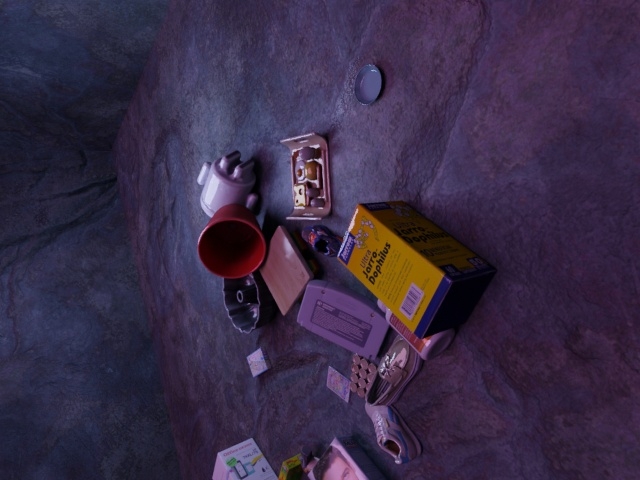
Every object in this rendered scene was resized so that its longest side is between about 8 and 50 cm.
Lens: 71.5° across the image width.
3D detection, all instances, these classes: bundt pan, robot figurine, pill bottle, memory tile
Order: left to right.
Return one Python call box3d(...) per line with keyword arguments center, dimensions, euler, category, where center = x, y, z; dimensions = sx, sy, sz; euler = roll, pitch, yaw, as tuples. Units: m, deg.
box3d(center=(-0.415, -0.227, 1.976), dimensions=(0.300, 0.200, 0.353), euler=(37, 128, 8), category="robot figurine")
box3d(center=(-0.307, 0.241, 1.978), dimensions=(0.331, 0.124, 0.330), euler=(9, 102, 49), category="bundt pan")
box3d(center=(0.148, 0.476, 1.536), dimensions=(0.113, 0.012, 0.147), euler=(19, 110, 44), category="memory tile")
box3d(center=(0.266, 0.226, 1.271), dimensions=(0.216, 0.121, 0.121), euler=(45, 128, 37), category="pill bottle")

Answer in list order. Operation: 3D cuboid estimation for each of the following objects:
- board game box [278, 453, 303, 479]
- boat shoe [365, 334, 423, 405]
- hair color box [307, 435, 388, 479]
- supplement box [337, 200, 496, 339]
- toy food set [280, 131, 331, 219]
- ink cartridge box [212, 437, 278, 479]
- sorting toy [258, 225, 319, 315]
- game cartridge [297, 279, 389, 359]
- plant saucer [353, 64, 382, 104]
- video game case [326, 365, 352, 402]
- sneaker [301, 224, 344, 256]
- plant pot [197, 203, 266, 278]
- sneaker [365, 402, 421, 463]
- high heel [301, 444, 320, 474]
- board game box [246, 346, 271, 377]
box3d(center=(-0.129, 1.005, 1.899), dimensions=(0.043, 0.092, 0.181), euler=(38, 123, 41), category="board game box")
box3d(center=(0.227, 0.405, 1.367), dimensions=(0.109, 0.094, 0.302), euler=(40, 125, 40), category="boat shoe")
box3d(center=(0.142, 0.864, 1.480), dimensions=(0.374, 0.114, 0.185), euler=(40, 100, 41), category="hair color box")
box3d(center=(0.246, 0.062, 1.212), dimensions=(0.356, 0.194, 0.195), euler=(44, 128, 38), category="supplement box")
box3d(center=(-0.069, -0.228, 1.637), dimensions=(0.220, 0.092, 0.306), euler=(3, 97, 50), category="toy food set")
box3d(center=(-0.359, 1.142, 2.120), dimensions=(0.270, 0.198, 0.197), euler=(39, 125, 40), category="ink cartridge box")
box3d(center=(-0.119, 0.115, 1.754), dimensions=(0.257, 0.089, 0.255), euler=(57, 135, 28), category="sorting toy")
box3d(center=(0.078, 0.253, 1.465), dimensions=(0.297, 0.062, 0.198), euler=(24, 113, 14), category="game cartridge")
box3d(center=(0.152, -0.483, 1.382), dimensions=(0.119, 0.021, 0.119), euler=(9, 102, 50), category="plant saucer")
box3d(center=(0.069, 0.532, 1.647), dimensions=(0.122, 0.011, 0.087), euler=(23, 112, 47), category="video game case")
box3d(center=(0.000, 0.000, 1.591), dimensions=(0.221, 0.087, 0.083), euler=(24, 113, 46), category="sneaker")
box3d(center=(-0.363, -0.018, 1.846), dimensions=(0.243, 0.275, 0.274), euler=(-107, 29, -61), category="plant pot")
box3d(center=(0.214, 0.600, 1.416), dimensions=(0.229, 0.092, 0.087), euler=(42, 128, 41), category="sneaker")
box3d(center=(0.030, 0.921, 1.727), dimensions=(0.261, 0.093, 0.186), euler=(30, 141, 31), category="high heel")
box3d(center=(-0.288, 0.571, 2.081), dimensions=(0.154, 0.026, 0.103), euler=(-42, 64, 46), category="board game box")
